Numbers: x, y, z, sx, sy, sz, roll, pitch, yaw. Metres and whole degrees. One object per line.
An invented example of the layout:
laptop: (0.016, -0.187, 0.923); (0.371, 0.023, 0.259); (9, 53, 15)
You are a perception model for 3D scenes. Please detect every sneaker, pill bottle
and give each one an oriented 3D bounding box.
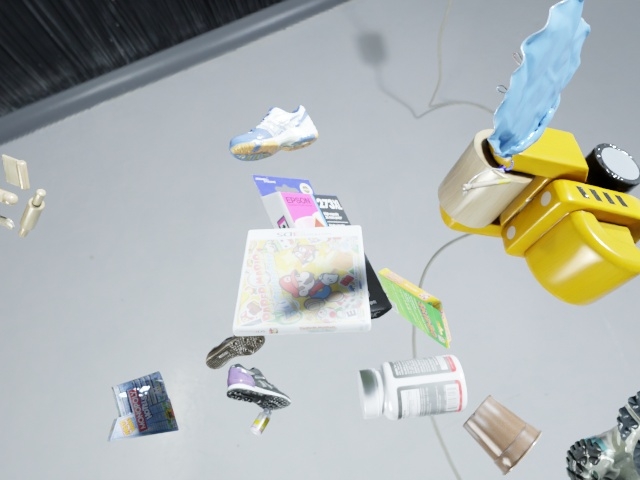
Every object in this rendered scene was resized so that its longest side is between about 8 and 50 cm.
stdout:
sneaker: (-0.224, 0.270, 1.299); (0.188, 0.066, 0.071); (-28, 24, 18)
sneaker: (0.415, 0.240, 0.583); (0.122, 0.283, 0.110); (-4, 56, -15)
sneaker: (-0.152, -0.324, 1.471); (0.296, 0.112, 0.131); (-20, 86, -36)
sneaker: (-0.214, 0.522, 1.790); (0.107, 0.283, 0.124); (-34, 42, 25)
pill bottle: (-0.195, 0.603, 1.647); (0.043, 0.043, 0.083); (25, 52, 14)
pill bottle: (0.255, 0.421, 1.408); (0.283, 0.161, 0.161); (-6, 69, -3)

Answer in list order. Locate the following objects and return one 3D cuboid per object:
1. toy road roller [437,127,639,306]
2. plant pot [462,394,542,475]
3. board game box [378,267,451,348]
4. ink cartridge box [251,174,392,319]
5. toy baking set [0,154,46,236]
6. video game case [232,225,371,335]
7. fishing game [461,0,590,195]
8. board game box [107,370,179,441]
toy road roller: (0.381, -0.033, 0.824); (0.329, 0.202, 0.241); (10, 53, -13)
plant pot: (0.510, 0.547, 1.417); (0.167, 0.167, 0.165); (-44, 64, -11)
board game box: (0.241, 0.168, 1.262); (0.039, 0.124, 0.259); (-28, 27, -14)
ink cartridge box: (0.000, 0.000, 1.030); (0.069, 0.175, 0.371); (-44, 62, 35)
toy baking set: (-0.649, -0.102, 1.010); (0.197, 0.256, 0.030); (45, 39, 0)
video game case: (-0.028, 0.058, 0.814); (0.206, 0.026, 0.227); (-3, 42, 2)
fishing game: (0.242, -0.181, 0.560); (0.041, 0.264, 0.189); (36, 35, 31)
board game box: (-0.555, 0.519, 1.497); (0.194, 0.060, 0.194); (-13, 78, -36)
